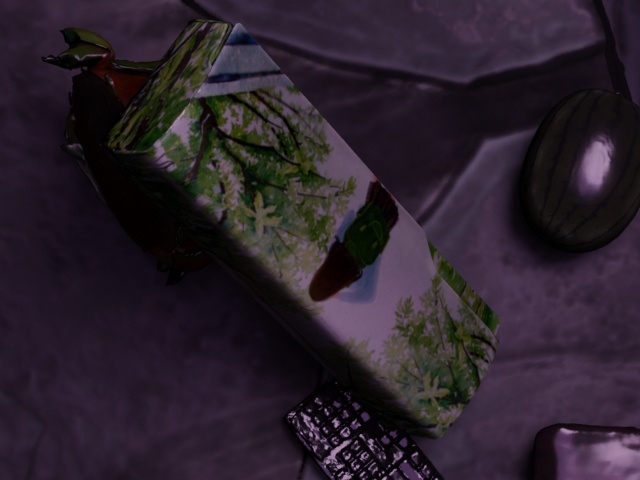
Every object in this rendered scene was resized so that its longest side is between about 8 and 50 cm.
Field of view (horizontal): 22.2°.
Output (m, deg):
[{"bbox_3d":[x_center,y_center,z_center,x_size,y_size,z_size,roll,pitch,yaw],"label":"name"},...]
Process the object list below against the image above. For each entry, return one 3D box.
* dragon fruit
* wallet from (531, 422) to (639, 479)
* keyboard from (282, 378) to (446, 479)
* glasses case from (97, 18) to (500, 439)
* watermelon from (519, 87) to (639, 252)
[{"bbox_3d":[-0.085,-0.045,0.983,0.175,0.138,0.142,3,115,-31],"label":"dragon fruit"},{"bbox_3d":[0.212,0.227,1.001,0.182,0.049,0.229,4,81,-6],"label":"wallet"},{"bbox_3d":[0.058,0.169,1.010,0.060,0.018,0.195,-39,89,-13],"label":"keyboard"},{"bbox_3d":[0.000,0.000,0.929,0.272,0.062,0.095,46,69,-33],"label":"glasses case"},{"bbox_3d":[0.167,-0.046,1.019,0.078,0.078,0.110,20,81,-3],"label":"watermelon"}]
